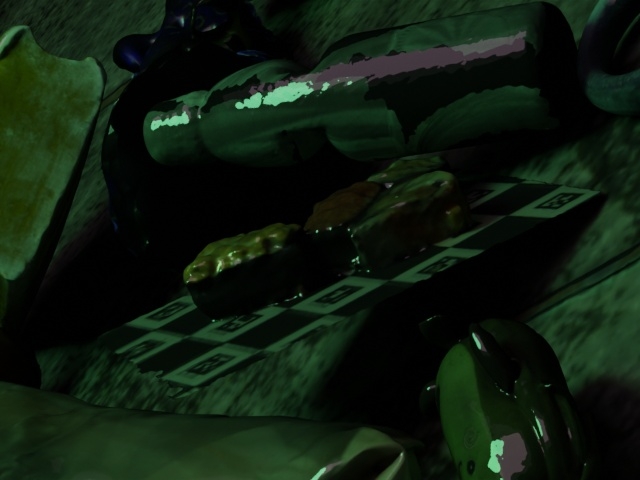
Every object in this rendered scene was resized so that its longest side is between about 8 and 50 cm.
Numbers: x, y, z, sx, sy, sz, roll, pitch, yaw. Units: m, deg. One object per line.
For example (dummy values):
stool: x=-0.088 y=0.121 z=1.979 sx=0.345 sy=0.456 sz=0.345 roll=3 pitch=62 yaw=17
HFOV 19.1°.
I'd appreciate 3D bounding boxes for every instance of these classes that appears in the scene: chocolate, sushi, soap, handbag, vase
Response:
chocolate: x=-0.060 y=-0.085 z=1.088 sx=0.343 sy=0.126 sz=0.148 roll=-109 pitch=24 yaw=-73
sushi: x=0.000 y=0.000 z=0.802 sx=0.201 sy=0.031 sz=0.139 roll=-25 pitch=16 yaw=-19
soap: x=-0.188 y=-0.022 z=1.133 sx=0.232 sy=0.073 sz=0.140 roll=130 pitch=163 yaw=-72
handbag: x=0.067 y=0.067 z=0.651 sx=0.047 sy=0.072 sz=0.111 roll=-6 pitch=30 yaw=-9
vase: x=0.011 y=-0.064 z=0.870 sx=0.211 sy=0.060 sz=0.060 roll=-8 pitch=41 yaw=25

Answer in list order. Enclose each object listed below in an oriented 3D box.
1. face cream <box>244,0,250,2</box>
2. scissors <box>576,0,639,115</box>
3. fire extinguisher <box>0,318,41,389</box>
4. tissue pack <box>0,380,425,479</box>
face cream: x=-0.067 y=-0.258 z=1.228 sx=0.111 sy=0.206 sz=0.206 roll=-21 pitch=36 yaw=53
scissors: x=0.162 y=-0.024 z=0.665 sx=0.256 sy=0.029 sz=0.383 roll=-29 pitch=31 yaw=42
fire extinguisher: x=-0.215 y=0.173 z=0.979 sx=0.147 sy=0.106 sz=0.337 roll=-12 pitch=37 yaw=18
tissue pack: x=-0.176 y=0.197 z=0.714 sx=0.390 sy=0.195 sz=0.375 roll=0 pitch=48 yaw=49
